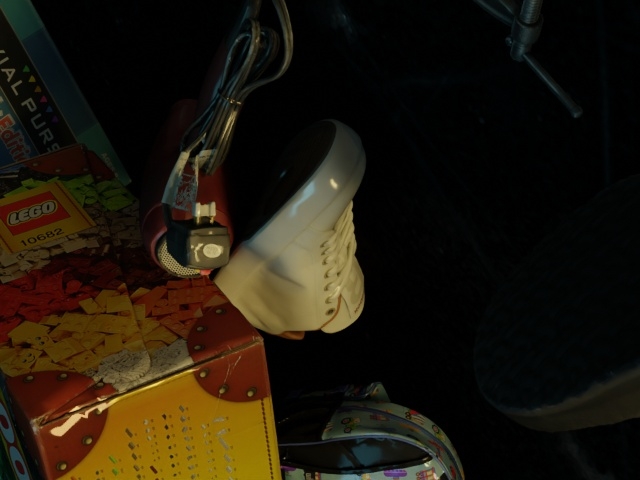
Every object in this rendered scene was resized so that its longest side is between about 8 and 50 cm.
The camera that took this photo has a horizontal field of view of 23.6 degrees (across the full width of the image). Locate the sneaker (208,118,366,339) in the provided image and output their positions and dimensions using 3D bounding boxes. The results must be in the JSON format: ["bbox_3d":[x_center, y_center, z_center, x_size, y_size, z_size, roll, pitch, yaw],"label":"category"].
[{"bbox_3d":[0.000,0.000,1.211,0.123,0.106,0.290,28,153,-7],"label":"sneaker"}]

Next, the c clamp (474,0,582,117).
[{"bbox_3d":[0.112,-0.164,0.861,0.137,0.022,0.161,46,156,28],"label":"c clamp"}]

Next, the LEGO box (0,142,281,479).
[{"bbox_3d":[-0.189,0.224,1.377,0.372,0.193,0.500,42,146,50],"label":"LEGO box"}]

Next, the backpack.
[{"bbox_3d":[0.047,0.202,1.340,0.173,0.117,0.158,-12,119,28],"label":"backpack"}]

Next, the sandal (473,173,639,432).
[{"bbox_3d":[0.223,0.042,0.781,0.107,0.168,0.445,41,159,-16],"label":"sandal"}]

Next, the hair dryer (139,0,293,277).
[{"bbox_3d":[-0.075,-0.078,1.187,0.080,0.224,0.293,21,175,-18],"label":"hair dryer"}]

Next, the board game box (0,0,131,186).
[{"bbox_3d":[-0.384,-0.076,1.465,0.079,0.336,0.254,7,129,58],"label":"board game box"}]
